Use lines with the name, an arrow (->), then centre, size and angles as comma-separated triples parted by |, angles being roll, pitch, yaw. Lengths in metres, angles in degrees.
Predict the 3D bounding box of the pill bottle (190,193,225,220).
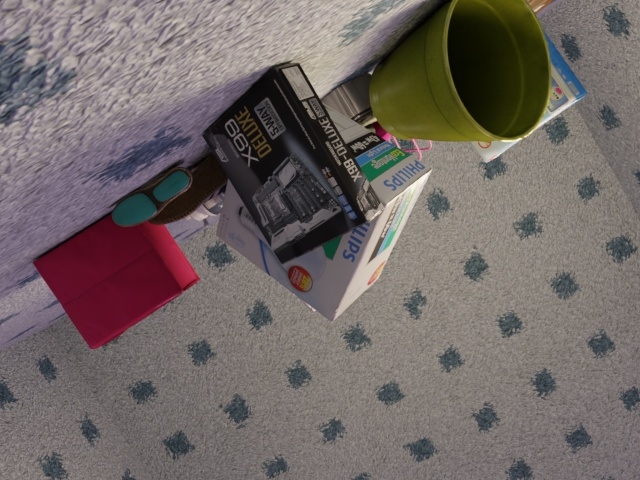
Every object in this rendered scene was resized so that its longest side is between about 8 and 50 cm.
pill bottle -> -0.331, -0.140, 1.647 | 0.180, 0.108, 0.108 | -30, -175, 19

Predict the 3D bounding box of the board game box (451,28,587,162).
board game box -> 0.497, -0.425, 1.430 | 0.086, 0.308, 0.302 | -28, 174, -40

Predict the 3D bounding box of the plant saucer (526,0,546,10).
plant saucer -> 0.583, -0.653, 1.498 | 0.278, 0.041, 0.278 | -35, -178, 1

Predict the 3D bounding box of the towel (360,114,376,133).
towel -> 0.051, -0.361, 1.771 | 0.324, 0.056, 0.312 | -32, -155, 6

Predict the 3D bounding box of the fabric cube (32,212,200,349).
fabric cube -> -0.501, 0.082, 1.343 | 0.258, 0.259, 0.254 | -33, -177, -3

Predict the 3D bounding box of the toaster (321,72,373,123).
toaster -> 0.076, -0.380, 1.517 | 0.185, 0.110, 0.168 | -36, -175, -36

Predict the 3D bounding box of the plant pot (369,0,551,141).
plant pot -> 0.317, -0.405, 1.329 | 0.366, 0.366, 0.353 | -34, -163, -28

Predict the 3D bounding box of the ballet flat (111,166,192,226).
ballet flat -> -0.371, -0.099, 1.175 | 0.206, 0.073, 0.067 | -28, -161, 6

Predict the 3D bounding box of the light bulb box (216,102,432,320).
light bulb box -> -0.006, -0.081, 1.185 | 0.225, 0.361, 0.358 | -37, 155, -46

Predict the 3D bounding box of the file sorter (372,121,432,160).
file sorter -> 0.240, -0.335, 1.765 | 0.202, 0.182, 0.291 | 7, -132, 51

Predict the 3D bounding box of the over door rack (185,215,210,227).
over door rack -> -0.359, -0.146, 1.910 | 0.239, 0.108, 0.324 | -33, -176, 4

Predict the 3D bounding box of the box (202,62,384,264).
box -> -0.058, -0.133, 0.987 | 0.242, 0.307, 0.076 | -26, -173, 41

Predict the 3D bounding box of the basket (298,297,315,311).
basket -> 0.000, 0.000, 1.844 | 0.331, 0.328, 0.266 | -34, -155, 11

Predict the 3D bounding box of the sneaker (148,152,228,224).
sneaker -> -0.308, -0.131, 1.328 | 0.282, 0.099, 0.153 | -35, -178, -1
